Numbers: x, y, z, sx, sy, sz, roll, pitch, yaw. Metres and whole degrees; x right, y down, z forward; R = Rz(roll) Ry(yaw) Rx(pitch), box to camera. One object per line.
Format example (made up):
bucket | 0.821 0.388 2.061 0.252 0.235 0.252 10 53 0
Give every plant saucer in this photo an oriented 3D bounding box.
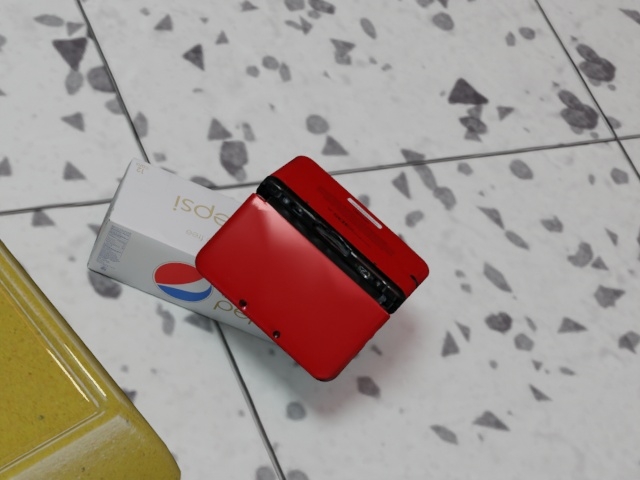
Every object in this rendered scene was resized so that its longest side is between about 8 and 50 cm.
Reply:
plant saucer | -0.301 0.101 1.191 0.332 0.081 0.333 -29 71 -39

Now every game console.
game console | -0.004 0.019 1.345 0.144 0.085 0.124 42 26 4

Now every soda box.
soda box | -0.070 0.018 1.375 0.216 0.069 0.074 23 48 -9
